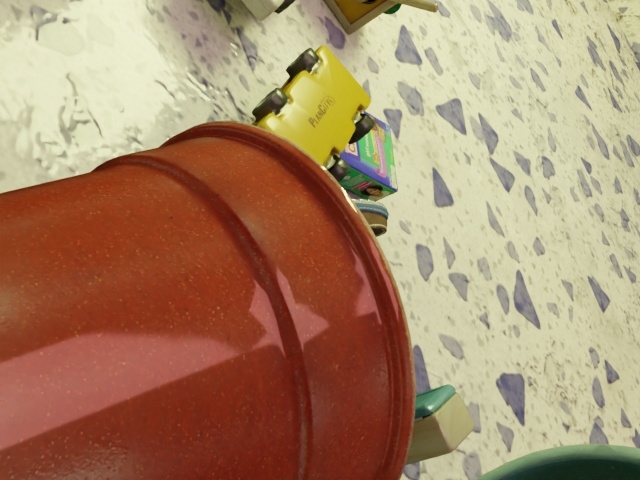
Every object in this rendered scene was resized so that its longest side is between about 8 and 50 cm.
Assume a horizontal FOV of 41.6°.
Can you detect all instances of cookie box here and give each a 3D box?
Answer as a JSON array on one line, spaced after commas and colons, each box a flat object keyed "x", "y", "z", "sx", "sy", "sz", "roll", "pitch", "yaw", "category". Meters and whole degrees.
[{"x": 0.034, "y": -0.103, "z": 0.935, "sx": 0.107, "sy": 0.040, "sz": 0.091, "roll": 23, "pitch": 53, "yaw": -42, "category": "cookie box"}]

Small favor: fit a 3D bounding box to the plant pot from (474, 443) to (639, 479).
[{"x": 0.265, "y": 0.401, "z": 0.692, "sx": 0.334, "sy": 0.341, "sz": 0.341, "roll": 49, "pitch": 37, "yaw": -33, "category": "plant pot"}]

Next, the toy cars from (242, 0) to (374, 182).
[{"x": -0.045, "y": -0.200, "z": 0.865, "sx": 0.176, "sy": 0.087, "sz": 0.393, "roll": 14, "pitch": 54, "yaw": -45, "category": "toy cars"}]

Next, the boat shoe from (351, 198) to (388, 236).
[{"x": 0.000, "y": 0.000, "z": 0.815, "sx": 0.183, "sy": 0.066, "sz": 0.066, "roll": -4, "pitch": 77, "yaw": -42, "category": "boat shoe"}]

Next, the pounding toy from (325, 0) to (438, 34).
[{"x": 0.067, "y": -0.324, "z": 1.037, "sx": 0.141, "sy": 0.130, "sz": 0.100, "roll": 53, "pitch": 37, "yaw": -15, "category": "pounding toy"}]

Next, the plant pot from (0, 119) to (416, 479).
[{"x": -0.139, "y": 0.084, "z": 0.435, "sx": 0.265, "sy": 0.272, "sz": 0.272, "roll": -14, "pitch": 80, "yaw": -45, "category": "plant pot"}]

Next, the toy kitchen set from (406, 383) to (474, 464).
[{"x": 0.001, "y": 0.132, "z": 0.674, "sx": 0.207, "sy": 0.122, "sz": 0.166, "roll": -24, "pitch": 88, "yaw": -55, "category": "toy kitchen set"}]
